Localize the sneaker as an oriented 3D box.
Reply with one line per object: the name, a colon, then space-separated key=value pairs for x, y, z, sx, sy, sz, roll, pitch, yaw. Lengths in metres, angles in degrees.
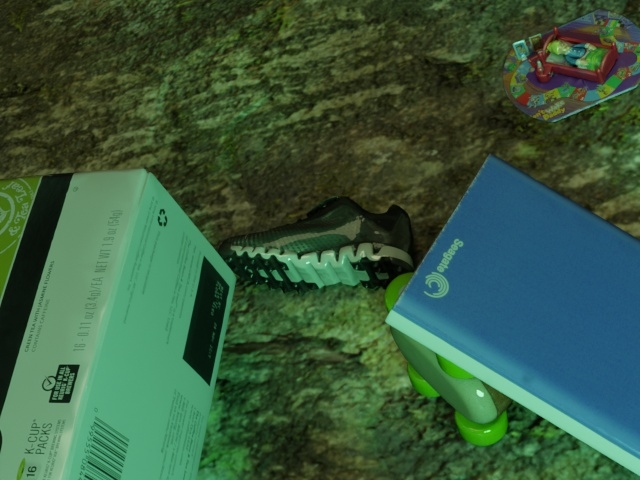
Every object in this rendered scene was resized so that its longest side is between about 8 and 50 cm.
sneaker: x=0.000 y=0.000 z=1.271 sx=0.234 sy=0.078 sz=0.106 roll=0 pitch=56 yaw=21

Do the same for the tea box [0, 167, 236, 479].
tea box: x=-0.290 y=0.131 z=1.079 sx=0.323 sy=0.220 sz=0.329 roll=-4 pitch=58 yaw=21

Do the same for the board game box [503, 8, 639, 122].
board game box: x=0.291 y=-0.212 z=1.300 sx=0.168 sy=0.033 sz=0.133 roll=-23 pitch=52 yaw=10

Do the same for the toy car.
toy car: x=0.177 y=0.077 z=1.096 sx=0.188 sy=0.155 sz=0.149 roll=-36 pitch=51 yaw=-13

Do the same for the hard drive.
hard drive: x=0.244 y=0.075 z=1.002 sx=0.318 sy=0.040 sz=0.210 roll=31 pitch=55 yaw=7
